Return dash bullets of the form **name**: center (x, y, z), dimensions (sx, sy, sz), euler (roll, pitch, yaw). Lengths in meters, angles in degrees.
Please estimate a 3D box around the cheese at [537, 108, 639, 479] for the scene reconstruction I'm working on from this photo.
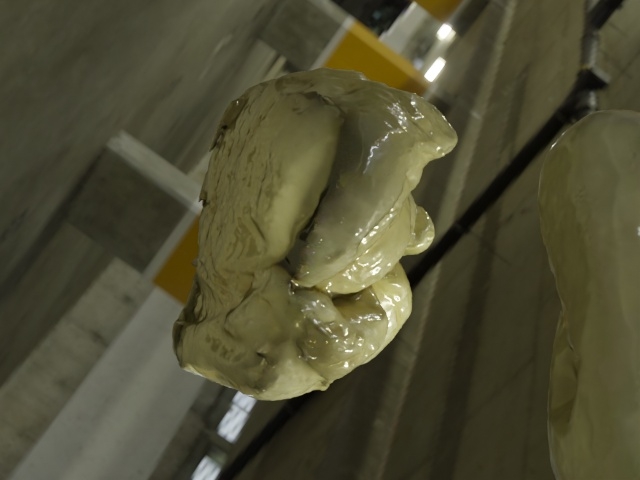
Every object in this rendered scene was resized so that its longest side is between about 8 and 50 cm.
- **cheese**: center (0.336, 0.077, 0.749), dimensions (0.129, 0.329, 0.350), euler (107, -11, -59)

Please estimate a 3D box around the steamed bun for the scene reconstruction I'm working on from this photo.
- **steamed bun**: center (-0.002, 0.001, 1.044), dimensions (0.325, 0.231, 0.372), euler (-125, -128, -61)
